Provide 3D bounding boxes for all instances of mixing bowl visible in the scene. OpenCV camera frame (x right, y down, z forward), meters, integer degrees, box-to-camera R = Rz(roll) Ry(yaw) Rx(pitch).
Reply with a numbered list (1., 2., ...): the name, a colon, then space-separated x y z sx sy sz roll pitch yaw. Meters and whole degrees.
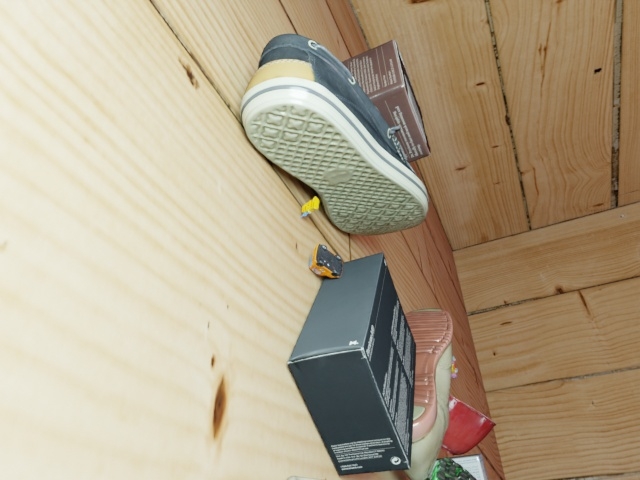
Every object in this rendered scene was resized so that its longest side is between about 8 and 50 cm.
1. mixing bowl: 0.259 0.379 1.001 0.098 0.181 0.181 -58 143 -13

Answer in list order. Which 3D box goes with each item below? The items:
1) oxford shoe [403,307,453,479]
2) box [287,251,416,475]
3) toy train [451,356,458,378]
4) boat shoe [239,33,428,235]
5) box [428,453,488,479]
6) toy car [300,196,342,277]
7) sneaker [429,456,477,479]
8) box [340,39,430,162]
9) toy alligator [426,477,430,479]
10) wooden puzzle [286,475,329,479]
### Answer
1. oxford shoe: 0.183 0.265 0.914 0.397 0.140 0.146 -48 126 -58
2. box: 0.061 0.158 0.683 0.261 0.103 0.184 -61 135 -64
3. toy train: 0.414 0.384 1.583 0.125 0.046 0.166 -62 135 -66
4. boat shoe: 0.052 -0.139 0.792 0.500 0.187 0.156 36 47 -53
5. box: 0.267 0.499 0.938 0.072 0.126 0.137 41 38 -61
6. toy car: 0.000 0.000 0.736 0.060 0.040 0.122 18 57 -42
7. sneaker: 0.174 0.461 0.703 0.134 0.146 0.343 40 27 8
8. box: 0.082 -0.238 0.920 0.168 0.203 0.167 55 26 -44
9. toy alligator: 0.177 0.462 0.838 0.051 0.056 0.190 -1 71 -29
10. wooden puzzle: 0.062 0.365 0.479 0.238 0.044 0.221 26 44 -32
